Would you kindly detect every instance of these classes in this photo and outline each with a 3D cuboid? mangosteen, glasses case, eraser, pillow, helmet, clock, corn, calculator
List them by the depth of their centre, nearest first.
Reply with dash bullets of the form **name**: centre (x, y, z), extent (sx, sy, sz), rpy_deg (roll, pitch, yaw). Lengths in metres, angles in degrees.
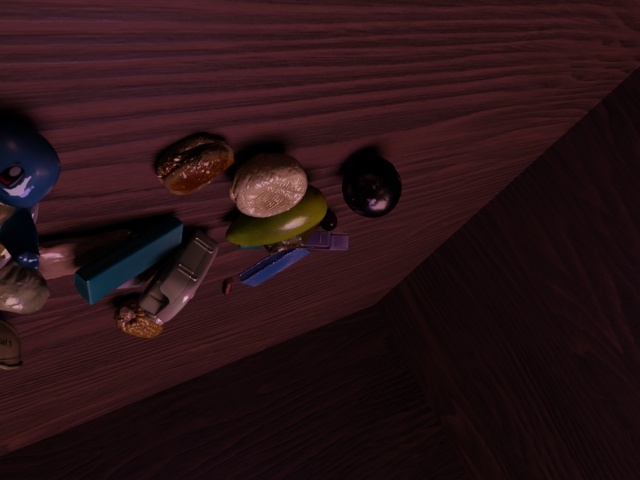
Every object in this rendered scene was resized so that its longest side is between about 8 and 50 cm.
- **pillow**: centre (-0.625, 0.033, 1.186), extent (0.270, 0.067, 0.173), rpy_deg (-16, 158, -35)
- **glasses case**: centre (-0.510, 0.040, 1.201), extent (0.301, 0.070, 0.117), rpy_deg (-39, 164, -41)
- **helmet**: centre (-0.961, 0.275, 1.240), extent (0.203, 0.137, 0.257), rpy_deg (6, 169, 32)
- **calculator**: centre (-0.628, 0.106, 1.393), extent (0.141, 0.045, 0.246), rpy_deg (-39, 159, 27)
- **clock**: centre (-0.467, 0.134, 1.405), extent (0.108, 0.265, 0.324), rpy_deg (37, 128, -19)
- **mangosteen**: centre (0.181, -0.192, 1.534), extent (0.211, 0.211, 0.250), rpy_deg (-36, -171, 20)
- **corn**: centre (-0.680, 0.302, 1.687), extent (0.130, 0.130, 0.347), rpy_deg (-25, 163, -10)
- **mangosteen**: centre (0.029, -0.076, 1.762), extent (0.080, 0.081, 0.081), rpy_deg (-25, 160, -10)
- **clock**: centre (-0.001, -0.001, 1.773), extent (0.193, 0.073, 0.144), rpy_deg (2, -179, 35)
- **eraser**: centre (-0.200, 0.103, 1.949), extent (0.311, 0.043, 0.144), rpy_deg (-31, 161, 9)

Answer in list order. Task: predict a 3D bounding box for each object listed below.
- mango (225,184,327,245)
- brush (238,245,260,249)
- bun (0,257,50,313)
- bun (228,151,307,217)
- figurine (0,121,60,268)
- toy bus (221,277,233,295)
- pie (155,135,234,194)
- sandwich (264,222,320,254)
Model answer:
- **mango**: centre (-0.143, -0.072, 1.415), extent (0.342, 0.156, 0.192), rpy_deg (-24, -178, 5)
- **brush**: centre (-0.263, 0.012, 1.673), extent (0.043, 0.032, 0.193), rpy_deg (-38, 171, 13)
- **bun**: centre (-0.749, 0.090, 1.043), extent (0.212, 0.127, 0.203), rpy_deg (8, 162, 39)
- **bun**: centre (-0.152, -0.161, 1.233), extent (0.220, 0.135, 0.220), rpy_deg (-18, 155, -9)
- **figurine**: centre (-0.639, -0.029, 0.803), extent (0.416, 0.298, 0.243), rpy_deg (-36, -170, 30)
- **toy bus**: centre (-0.406, 0.202, 1.940), extent (0.043, 0.031, 0.110), rpy_deg (-25, 161, -29)
- **pie**: centre (-0.301, -0.177, 1.085), extent (0.193, 0.079, 0.163), rpy_deg (-32, 165, 4)
- **sandwich**: centre (-0.087, -0.027, 1.568), extent (0.244, 0.063, 0.212), rpy_deg (-23, -158, -13)
